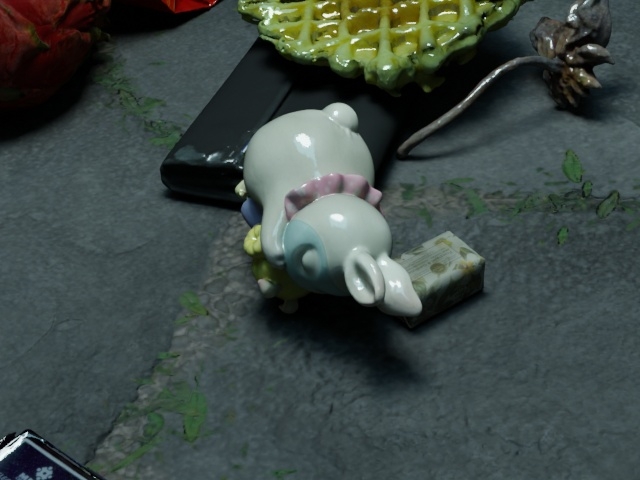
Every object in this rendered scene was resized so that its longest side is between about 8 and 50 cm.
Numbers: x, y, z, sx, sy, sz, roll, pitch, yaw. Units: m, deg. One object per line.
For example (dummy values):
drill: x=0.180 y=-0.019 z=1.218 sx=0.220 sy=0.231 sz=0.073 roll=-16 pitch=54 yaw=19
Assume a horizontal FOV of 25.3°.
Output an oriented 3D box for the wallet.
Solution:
wallet: x=0.001 y=-0.172 z=1.608 sx=0.228 sy=0.062 sz=0.406 roll=10 pitch=39 yaw=17

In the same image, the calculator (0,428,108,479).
calculator: x=-0.279 y=0.261 z=1.110 sx=0.166 sy=0.028 sz=0.274 roll=25 pitch=46 yaw=31

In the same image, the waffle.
waffle: x=0.079 y=-0.269 z=1.626 sx=0.297 sy=0.073 sz=0.317 roll=27 pitch=51 yaw=38

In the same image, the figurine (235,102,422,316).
figurine: x=0.000 y=0.000 z=1.316 sx=0.155 sy=0.127 sz=0.235 roll=-32 pitch=50 yaw=19

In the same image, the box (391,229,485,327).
box: x=0.103 y=0.036 z=1.351 sx=0.098 sy=0.045 sz=0.062 roll=-27 pitch=45 yaw=-28

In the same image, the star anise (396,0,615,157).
star anise: x=0.199 y=-0.192 z=1.567 sx=0.227 sy=0.218 sz=0.148 roll=1 pitch=25 yaw=-29

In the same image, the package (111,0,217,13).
package: x=-0.287 y=-0.408 z=1.724 sx=0.196 sy=0.423 sz=0.123 roll=19 pitch=75 yaw=32

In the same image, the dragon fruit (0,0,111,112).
dragon fruit: x=-0.368 y=-0.269 z=1.628 sx=0.244 sy=0.244 sz=0.299 roll=27 pitch=38 yaw=33
